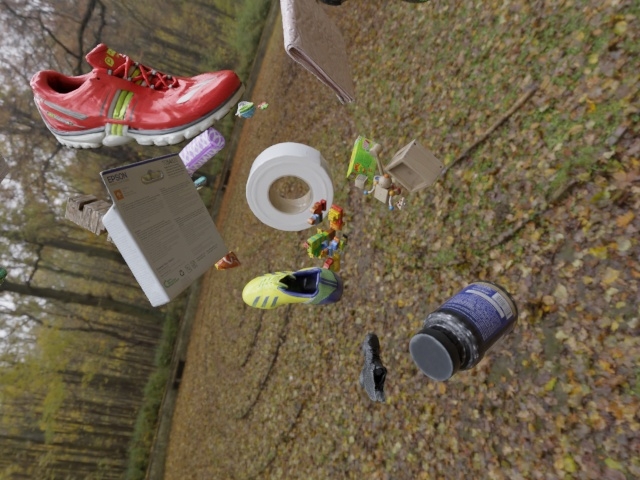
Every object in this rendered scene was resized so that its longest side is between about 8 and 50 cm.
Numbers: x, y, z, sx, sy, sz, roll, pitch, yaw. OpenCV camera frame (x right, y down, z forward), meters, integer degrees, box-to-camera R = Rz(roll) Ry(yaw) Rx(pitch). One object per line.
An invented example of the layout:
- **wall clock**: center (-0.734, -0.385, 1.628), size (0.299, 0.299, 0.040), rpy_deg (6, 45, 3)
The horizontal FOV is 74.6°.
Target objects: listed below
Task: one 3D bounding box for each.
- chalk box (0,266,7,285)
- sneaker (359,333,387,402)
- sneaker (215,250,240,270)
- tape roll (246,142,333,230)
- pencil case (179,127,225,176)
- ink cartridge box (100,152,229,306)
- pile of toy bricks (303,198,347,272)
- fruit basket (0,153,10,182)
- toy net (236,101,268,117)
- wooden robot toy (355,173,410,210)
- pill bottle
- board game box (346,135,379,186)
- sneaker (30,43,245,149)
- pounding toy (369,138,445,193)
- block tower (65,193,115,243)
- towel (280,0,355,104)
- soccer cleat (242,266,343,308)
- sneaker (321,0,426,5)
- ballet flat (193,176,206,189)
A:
- **chalk box**: center (-0.674, 0.096, 0.743), size (0.213, 0.132, 0.132), rpy_deg (-55, 21, 12)
- **sneaker**: center (0.142, 0.323, 1.080), size (0.089, 0.051, 0.170), rpy_deg (-32, 43, 62)
- **sneaker**: center (-0.348, 0.079, 1.569), size (0.067, 0.064, 0.175), rpy_deg (-35, -10, 5)
- **tape roll**: center (-0.097, -0.173, 1.383), size (0.100, 0.286, 0.286), rpy_deg (-92, 24, -54)
- **pencil case**: center (-0.425, -0.305, 1.462), size (0.206, 0.086, 0.088), rpy_deg (-33, 27, 29)
- **ink cartridge box**: center (-0.272, -0.031, 0.743), size (0.045, 0.224, 0.223), rpy_deg (-19, 13, 20)
- **pile of toy bricks**: center (0.000, 0.000, 1.127), size (0.118, 0.105, 0.212), rpy_deg (32, 139, 33)
- **fruit basket**: center (-1.099, -0.202, 1.264), size (0.353, 0.165, 0.327), rpy_deg (125, 158, -58)
- **toy net**: center (-0.295, -0.553, 1.732), size (0.122, 0.045, 0.232), rpy_deg (-35, 31, -7)
- **wooden robot toy**: center (0.174, -0.153, 1.139), size (0.173, 0.076, 0.079), rpy_deg (37, 145, 31)
- **pill bottle**: center (0.274, 0.171, 0.808), size (0.123, 0.219, 0.123), rpy_deg (28, 130, 40)
- **board game box**: center (0.164, -0.300, 1.584), size (0.043, 0.092, 0.181), rpy_deg (129, 159, -58)
- **sneaker**: center (-0.239, -0.189, 0.536), size (0.107, 0.279, 0.118), rpy_deg (-89, -10, -47)
- **pounding toy**: center (0.260, -0.255, 1.348), size (0.094, 0.206, 0.181), rpy_deg (-53, 8, -14)
- **block tower**: center (-0.751, -0.059, 1.526), size (0.097, 0.335, 0.091), rpy_deg (-65, -7, 24)
- **towel**: center (-0.013, -0.630, 1.326), size (0.053, 0.317, 0.332), rpy_deg (-23, 60, 30)
- **soccer cleat**: center (-0.084, 0.104, 0.974), size (0.289, 0.121, 0.093), rpy_deg (-8, 66, 34)
- **sneaker**: center (0.069, -0.653, 0.964), size (0.185, 0.483, 0.202), rpy_deg (-59, -20, 2)
- **ballet flat**: center (-0.489, -0.209, 1.635), size (0.114, 0.041, 0.041), rpy_deg (-39, -8, -40)
